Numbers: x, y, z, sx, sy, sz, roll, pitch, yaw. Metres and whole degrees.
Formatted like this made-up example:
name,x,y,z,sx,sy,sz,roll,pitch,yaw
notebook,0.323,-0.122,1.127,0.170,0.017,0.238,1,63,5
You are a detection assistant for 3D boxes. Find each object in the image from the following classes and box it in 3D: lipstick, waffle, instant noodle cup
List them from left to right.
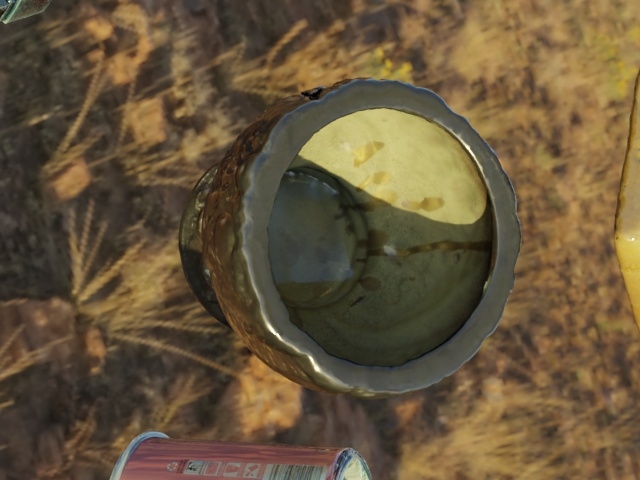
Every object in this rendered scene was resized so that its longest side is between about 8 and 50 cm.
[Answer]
name,x,y,z,sx,sy,sz,roll,pitch,yaw
lipstick,-0.452,-0.308,1.534,0.051,0.051,0.312,45,28,0
instant noodle cup,-0.077,0.320,1.293,0.244,0.255,0.243,-6,90,-72
waffle,0.362,-0.002,1.137,0.327,0.098,0.224,58,41,-52

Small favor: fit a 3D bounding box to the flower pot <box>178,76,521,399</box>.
name,x,y,z,sx,sy,sz,roll,pitch,yaw
flower pot,0.000,0.000,1.048,0.267,0.267,0.266,1,88,-24
